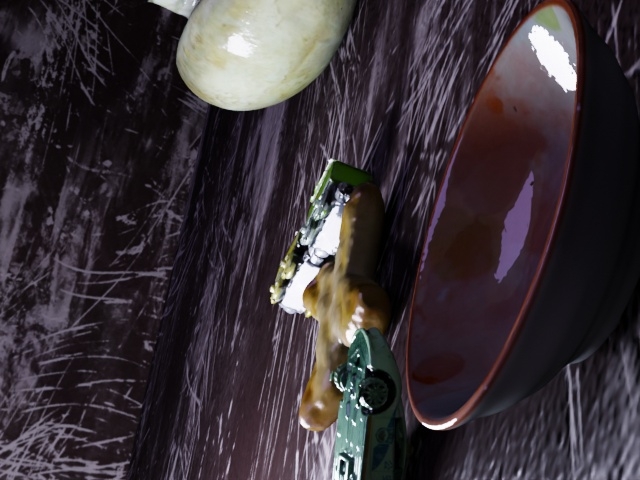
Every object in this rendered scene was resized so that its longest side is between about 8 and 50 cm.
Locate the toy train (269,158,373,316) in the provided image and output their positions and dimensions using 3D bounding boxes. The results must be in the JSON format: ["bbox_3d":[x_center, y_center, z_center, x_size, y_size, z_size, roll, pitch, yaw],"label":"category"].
[{"bbox_3d":[0.000,0.000,1.603,0.202,0.060,0.081,118,171,-45],"label":"toy train"}]

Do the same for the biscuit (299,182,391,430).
[{"bbox_3d":[0.025,0.058,1.418,0.208,0.047,0.164,-90,19,-56],"label":"biscuit"}]

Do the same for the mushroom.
[{"bbox_3d":[-0.082,-0.344,1.993,0.352,0.260,0.352,-162,90,-84],"label":"mushroom"}]

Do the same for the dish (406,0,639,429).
[{"bbox_3d":[0.134,-0.006,0.885,0.260,0.085,0.260,-164,90,-81],"label":"dish"}]

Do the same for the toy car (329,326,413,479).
[{"bbox_3d":[0.040,0.160,1.164,0.093,0.058,0.186,-164,79,-78],"label":"toy car"}]
